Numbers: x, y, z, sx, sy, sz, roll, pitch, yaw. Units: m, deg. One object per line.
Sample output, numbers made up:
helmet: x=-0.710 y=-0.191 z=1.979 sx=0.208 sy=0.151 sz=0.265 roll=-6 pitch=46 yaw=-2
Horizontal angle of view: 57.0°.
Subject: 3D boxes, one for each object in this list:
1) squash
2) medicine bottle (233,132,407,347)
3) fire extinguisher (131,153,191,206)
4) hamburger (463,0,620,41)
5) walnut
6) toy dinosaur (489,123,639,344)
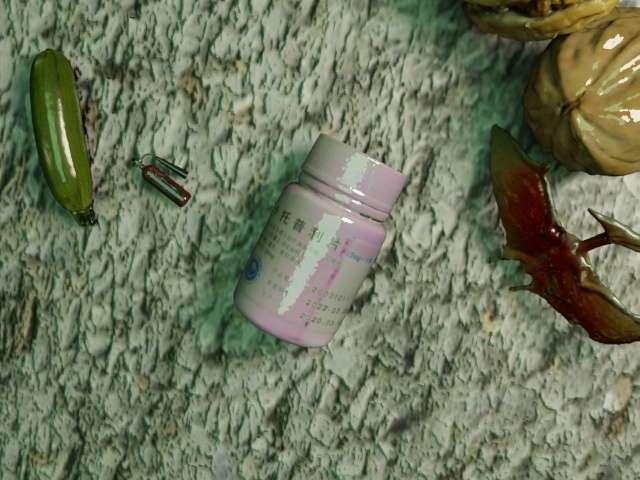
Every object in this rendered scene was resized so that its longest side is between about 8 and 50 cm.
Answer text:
squash: x=-0.364 y=-0.141 z=0.827 sx=0.066 sy=0.066 sz=0.251 roll=-7 pitch=96 yaw=5
medicine bottle: x=0.000 y=0.000 z=0.774 sx=0.152 sy=0.152 sz=0.254 roll=26 pitch=99 yaw=1
fire extinguisher: x=-0.223 y=-0.095 z=0.839 sx=0.100 sy=0.032 sz=0.046 roll=40 pitch=109 yaw=-7
hamburger: x=0.269 y=-0.371 z=0.662 sx=0.283 sy=0.260 sz=0.144 roll=-53 pitch=126 yaw=-8
walnut: x=0.349 y=-0.176 z=0.694 sx=0.245 sy=0.198 sz=0.198 roll=-24 pitch=96 yaw=-32
toy dinosaur: x=0.317 y=-0.002 z=0.774 sx=0.327 sy=0.113 sz=0.206 roll=39 pitch=137 yaw=18
